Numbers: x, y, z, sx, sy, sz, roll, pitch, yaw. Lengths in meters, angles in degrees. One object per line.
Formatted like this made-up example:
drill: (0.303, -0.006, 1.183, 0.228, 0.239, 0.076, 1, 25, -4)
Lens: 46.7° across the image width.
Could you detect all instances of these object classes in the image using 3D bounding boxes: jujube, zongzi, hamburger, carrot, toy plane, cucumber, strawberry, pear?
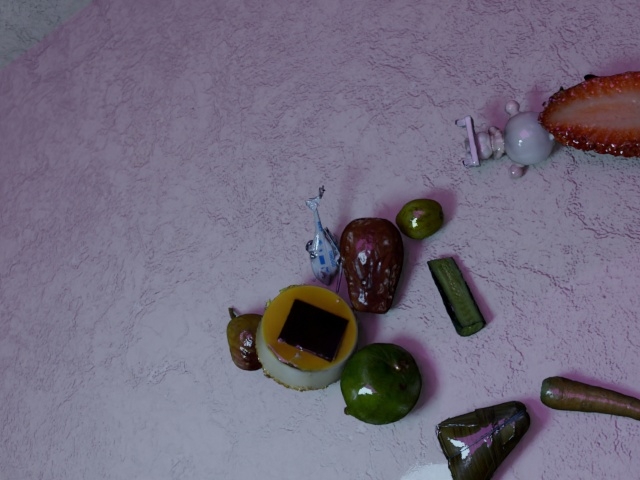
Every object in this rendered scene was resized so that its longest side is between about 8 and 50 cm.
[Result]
jujube: (0.132, 0.065, 1.951, 0.190, 0.190, 0.255, 4, 89, 29)
zongzi: (0.400, 0.506, 1.712, 0.221, 0.112, 0.242, -23, 73, 20)
hamburger: (-0.032, 0.253, 1.952, 0.276, 0.179, 0.294, 18, 62, 5)
carrot: (0.642, 0.364, 1.653, 0.298, 0.078, 0.078, 10, 79, 25)
toy plane: (0.000, 0.004, 2.023, 0.107, 0.273, 0.182, -12, 42, 6)
cucumber: (0.340, 0.140, 1.889, 0.078, 0.062, 0.211, -14, 57, -13)
strawberry: (0.684, -0.292, 1.780, 0.306, 0.137, 0.233, 4, 63, 20)
pear: (0.264, -0.057, 1.960, 0.131, 0.107, 0.107, -9, 70, 33)

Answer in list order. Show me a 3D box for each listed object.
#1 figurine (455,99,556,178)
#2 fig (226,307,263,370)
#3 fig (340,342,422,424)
figurine: (0.483, -0.262, 1.887, 0.257, 0.144, 0.181, -9, 68, 23)
fig: (-0.212, 0.256, 2.117, 0.159, 0.159, 0.257, -53, 37, 4)
fig: (0.139, 0.391, 1.880, 0.203, 0.203, 0.235, 52, 141, 30)
